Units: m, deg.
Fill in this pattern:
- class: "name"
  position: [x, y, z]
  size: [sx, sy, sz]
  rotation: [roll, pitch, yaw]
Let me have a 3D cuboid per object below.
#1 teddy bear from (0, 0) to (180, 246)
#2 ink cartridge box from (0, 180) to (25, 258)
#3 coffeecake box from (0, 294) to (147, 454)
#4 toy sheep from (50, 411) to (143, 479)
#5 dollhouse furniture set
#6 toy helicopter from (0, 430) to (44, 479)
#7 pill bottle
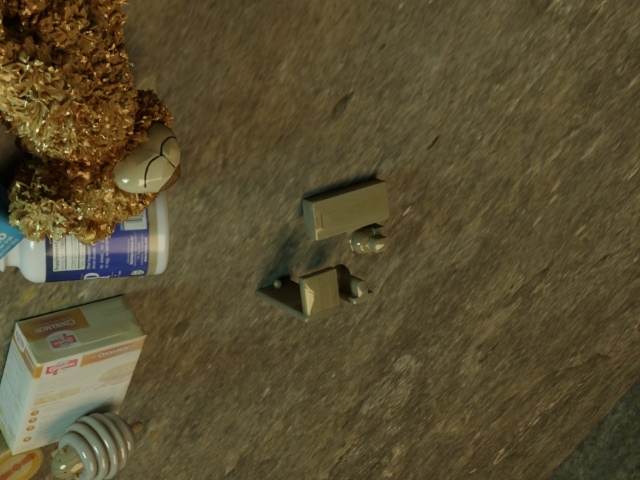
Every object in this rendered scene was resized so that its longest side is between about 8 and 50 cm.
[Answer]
- class: "teddy bear"
  position: [-0.208, -0.125, 1.092]
  size: [0.113, 0.245, 0.338]
  rotation: [-6, 131, 17]
- class: "ink cartridge box"
  position: [-0.390, -0.050, 1.043]
  size: [0.168, 0.171, 0.232]
  rotation: [-38, 152, 6]
- class: "coffeecake box"
  position: [-0.303, 0.163, 1.571]
  size: [0.142, 0.068, 0.185]
  rotation: [-13, 145, -34]
- class: "toy sheep"
  position: [-0.270, 0.250, 1.582]
  size: [0.132, 0.091, 0.091]
  rotation: [-31, 156, -40]
- class: "dollhouse furniture set"
  position: [0.000, 0.000, 1.694]
  size: [0.144, 0.123, 0.151]
  rotation: [-18, 112, -30]
- class: "toy helicopter"
  position: [-0.478, 0.384, 1.703]
  size: [0.235, 0.140, 0.355]
  rotation: [13, 116, -43]
- class: "pill bottle"
  position: [-0.248, -0.015, 1.284]
  size: [0.186, 0.112, 0.112]
  rotation: [-3, 143, -15]
